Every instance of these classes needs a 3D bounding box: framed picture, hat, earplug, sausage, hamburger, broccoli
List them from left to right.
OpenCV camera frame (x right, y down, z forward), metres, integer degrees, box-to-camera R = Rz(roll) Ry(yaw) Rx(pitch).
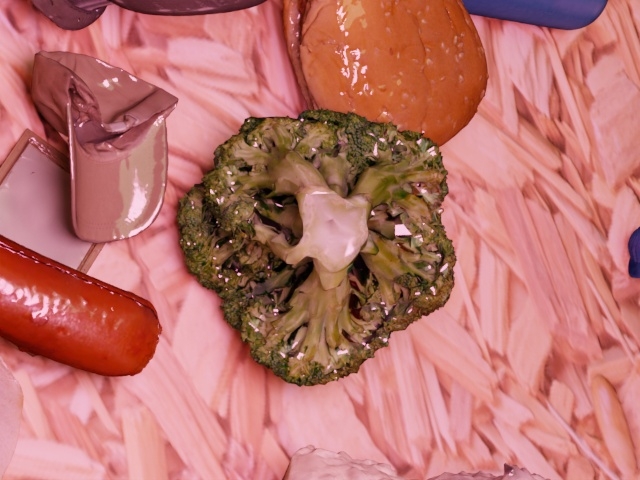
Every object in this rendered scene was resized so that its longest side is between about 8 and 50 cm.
[{"bbox_3d":[-0.309,0.045,1.289,0.330,0.102,0.102,28,65,-25],"label":"sausage"},{"bbox_3d":[-0.299,0.000,1.369,0.136,0.010,0.201,37,61,-18],"label":"framed picture"},{"bbox_3d":[-0.247,-0.098,1.394,0.166,0.144,0.173,10,105,-54],"label":"hat"},{"bbox_3d":[0.000,0.000,1.409,0.308,0.275,0.307,0,95,-5],"label":"broccoli"},{"bbox_3d":[0.078,-0.234,1.562,0.259,0.145,0.283,-38,107,-31],"label":"hamburger"},{"bbox_3d":[0.267,-0.343,1.740,0.273,0.132,0.132,7,75,-34],"label":"earplug"}]

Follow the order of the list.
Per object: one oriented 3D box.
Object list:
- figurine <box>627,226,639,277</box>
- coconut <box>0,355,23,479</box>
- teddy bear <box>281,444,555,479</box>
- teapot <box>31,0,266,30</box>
[{"bbox_3d":[0.478,0.028,1.805,0.136,0.079,0.077,20,27,-22],"label":"figurine"},{"bbox_3d":[-0.374,0.148,1.159,0.241,0.241,0.241,8,74,-30],"label":"coconut"},{"bbox_3d":[0.097,0.365,1.339,0.362,0.327,0.375,24,45,3],"label":"teddy bear"},{"bbox_3d":[-0.208,-0.307,1.340,0.305,0.285,0.223,-54,128,-57],"label":"teapot"}]
